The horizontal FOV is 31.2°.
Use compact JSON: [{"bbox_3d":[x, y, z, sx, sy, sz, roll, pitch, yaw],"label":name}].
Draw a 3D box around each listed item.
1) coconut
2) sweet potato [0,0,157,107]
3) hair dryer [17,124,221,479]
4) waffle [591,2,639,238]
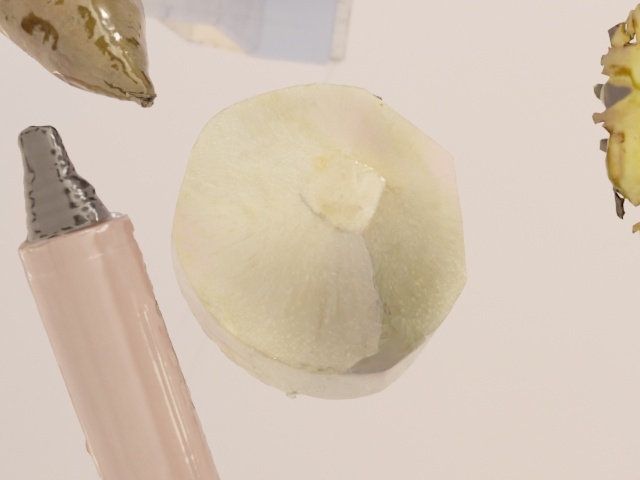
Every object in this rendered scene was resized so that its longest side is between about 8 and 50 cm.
[{"bbox_3d":[0.000,0.000,1.255,0.353,0.353,0.352,2,-88,50],"label":"coconut"},{"bbox_3d":[-0.143,-0.156,0.551,0.075,0.075,0.269,-46,-116,41],"label":"sweet potato"},{"bbox_3d":[-0.087,0.113,0.536,0.189,0.107,0.344,-13,-77,16],"label":"hair dryer"},{"bbox_3d":[0.392,-0.099,0.887,0.382,0.095,0.379,-46,-120,34],"label":"waffle"}]
